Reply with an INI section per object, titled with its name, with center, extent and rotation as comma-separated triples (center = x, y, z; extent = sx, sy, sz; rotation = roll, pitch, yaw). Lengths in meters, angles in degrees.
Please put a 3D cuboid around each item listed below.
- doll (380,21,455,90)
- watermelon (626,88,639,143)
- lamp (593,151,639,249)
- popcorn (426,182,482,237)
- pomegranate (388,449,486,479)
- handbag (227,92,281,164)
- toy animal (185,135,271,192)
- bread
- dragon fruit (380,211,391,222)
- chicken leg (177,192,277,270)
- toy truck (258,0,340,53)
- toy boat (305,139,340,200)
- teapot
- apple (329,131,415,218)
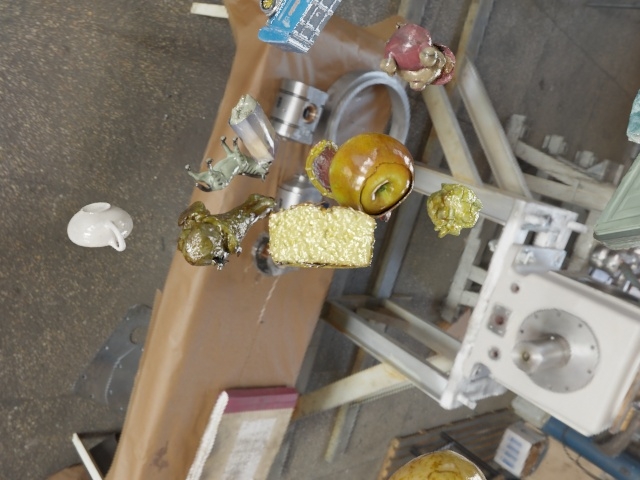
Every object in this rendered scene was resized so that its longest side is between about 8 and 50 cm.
[doll]
center = 0.289, -0.530, 1.574
extent = 0.152, 0.196, 0.256
rotation = -62, 159, 14
[watermelon]
center = 0.302, -0.102, 0.473
extent = 0.085, 0.085, 0.061
rotation = -45, 155, -17
[lamp]
center = 0.525, -0.112, 0.738
extent = 0.266, 0.047, 0.269
rotation = -55, -179, -7
[popcorn]
center = 0.460, -0.109, 1.846
extent = 0.167, 0.187, 0.185
rotation = 37, 121, -14
[pomegranate]
center = 0.218, 0.500, 0.984
extent = 0.215, 0.215, 0.215
rotation = -21, 123, -35
[handbag]
center = -0.186, -0.310, 1.480
extent = 0.173, 0.095, 0.117
rotation = 57, 28, -34
[toy animal]
center = -0.250, -0.198, 1.486
extent = 0.217, 0.073, 0.176
rotation = -40, 135, -16
[bread]
center = 0.004, -0.002, 1.313
extent = 0.147, 0.260, 0.160
rotation = 83, 5, -79
[dragon fruit]
center = 0.222, -0.241, 2.215
extent = 0.100, 0.282, 0.343
rotation = -30, 91, 2
[chicken leg]
center = -0.295, -0.050, 1.563
extent = 0.140, 0.211, 0.361
rotation = -52, -178, 40
[toy truck]
center = -0.048, -0.752, 1.628
extent = 0.367, 0.175, 0.146
rotation = -54, 157, 22
[toy boat]
center = 0.032, -0.218, 1.650
extent = 0.141, 0.099, 0.318
rotation = -40, 146, 0
[teapot]
center = -0.517, -0.033, 1.255
extent = 0.145, 0.226, 0.092
rotation = -24, 121, -34
[apple]
center = 0.140, -0.171, 1.449
extent = 0.237, 0.207, 0.237
rotation = -13, 144, -10
